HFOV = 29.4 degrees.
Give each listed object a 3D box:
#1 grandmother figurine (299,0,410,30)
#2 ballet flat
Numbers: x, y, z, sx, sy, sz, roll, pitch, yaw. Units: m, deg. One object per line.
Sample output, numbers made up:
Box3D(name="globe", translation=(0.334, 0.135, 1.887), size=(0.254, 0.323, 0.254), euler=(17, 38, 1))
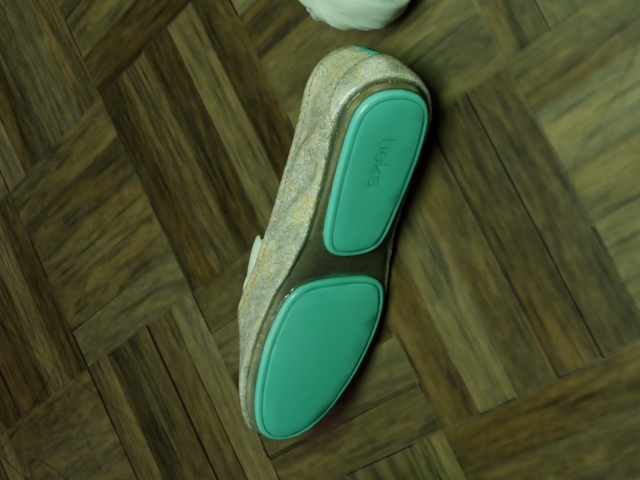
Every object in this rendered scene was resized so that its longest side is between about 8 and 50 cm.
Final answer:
Box3D(name="grandmother figurine", translation=(-0.051, -0.284, 0.861), size=(0.342, 0.104, 0.208), euler=(52, 159, 16))
Box3D(name="ballet flat", translation=(0.000, 0.000, 0.904), size=(0.106, 0.107, 0.316), euler=(52, 129, 47))
